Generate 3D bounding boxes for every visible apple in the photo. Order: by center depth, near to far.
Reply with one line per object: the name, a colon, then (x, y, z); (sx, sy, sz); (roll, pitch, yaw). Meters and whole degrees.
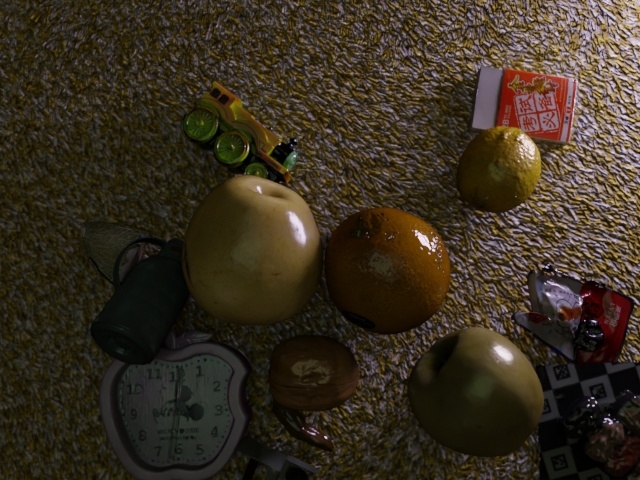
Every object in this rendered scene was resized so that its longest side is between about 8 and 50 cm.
apple: (0.317, 0.310, 1.197); (0.262, 0.262, 0.263); (0, 83, 3)

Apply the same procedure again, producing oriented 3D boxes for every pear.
pear: (-0.139, 0.022, 1.220); (0.308, 0.309, 0.310); (0, 83, 3)

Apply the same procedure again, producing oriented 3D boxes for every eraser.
eraser: (0.475, -0.316, 1.364); (0.230, 0.038, 0.158); (10, 84, 3)

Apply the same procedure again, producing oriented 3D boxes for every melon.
melon: (-0.463, 0.016, 1.347); (0.139, 0.093, 0.203); (-34, 68, -7)

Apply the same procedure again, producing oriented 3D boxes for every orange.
orange: (0.138, 0.061, 1.220); (0.273, 0.274, 0.275); (0, 83, 3)

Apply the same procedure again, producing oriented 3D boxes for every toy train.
toy train: (-0.182, -0.232, 1.355); (0.296, 0.100, 0.161); (39, 85, 6)

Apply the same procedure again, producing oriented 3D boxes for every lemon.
lemon: (0.391, -0.157, 1.283); (0.180, 0.180, 0.193); (4, 84, 3)

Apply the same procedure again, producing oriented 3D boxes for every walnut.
walnut: (-0.015, 0.286, 1.255); (0.197, 0.165, 0.165); (-7, 83, 2)

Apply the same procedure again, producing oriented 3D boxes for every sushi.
sushi: (0.632, 0.431, 1.237); (0.319, 0.069, 0.340); (0, 87, 3)

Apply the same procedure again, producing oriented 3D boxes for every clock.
clock: (-0.313, 0.359, 1.289); (0.338, 0.102, 0.339); (0, 82, 3)

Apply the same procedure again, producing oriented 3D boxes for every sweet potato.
sweet potato: (-0.046, 0.413, 1.293); (0.182, 0.054, 0.053); (43, 96, 5)

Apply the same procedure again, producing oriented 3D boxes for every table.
table: (-0.114, 0.525, 1.249); (0.175, 0.062, 0.146); (23, 111, 7)

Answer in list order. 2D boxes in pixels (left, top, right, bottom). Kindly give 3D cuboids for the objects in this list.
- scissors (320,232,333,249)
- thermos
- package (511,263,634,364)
scissors: (0.000, 0.000, 1.356); (0.212, 0.021, 0.111); (10, 87, 4)
thermos: (-0.375, 0.109, 1.254); (0.182, 0.145, 0.287); (38, 45, -19)
package: (0.558, 0.171, 1.290); (0.269, 0.071, 0.194); (22, 95, -13)
